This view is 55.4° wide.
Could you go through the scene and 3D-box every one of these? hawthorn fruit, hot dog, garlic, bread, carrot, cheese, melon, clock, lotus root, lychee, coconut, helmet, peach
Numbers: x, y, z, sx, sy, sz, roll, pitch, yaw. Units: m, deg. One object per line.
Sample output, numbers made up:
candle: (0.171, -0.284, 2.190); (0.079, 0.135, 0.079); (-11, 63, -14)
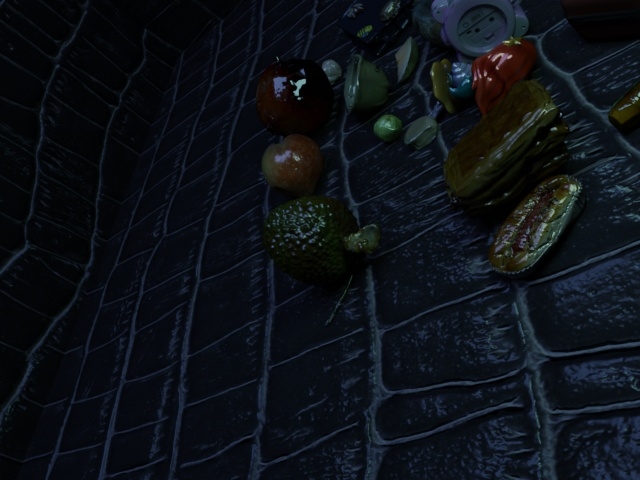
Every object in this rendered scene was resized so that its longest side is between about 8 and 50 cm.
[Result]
hawthorn fruit: (-0.093, -0.525, 2.266); (0.316, 0.316, 0.316); (-30, 40, 29)
hot dog: (0.473, -0.032, 1.347); (0.268, 0.075, 0.144); (-56, 34, -3)
garlic: (0.032, -0.658, 2.416); (0.094, 0.074, 0.113); (25, 121, 34)
bread: (0.444, -0.201, 1.439); (0.324, 0.167, 0.277); (-48, 14, 27)
carrot: (0.740, -0.350, 1.335); (0.260, 0.070, 0.070); (-47, 35, 4)
cheese: (0.320, -0.344, 1.824); (0.171, 0.047, 0.092); (-44, 36, 11)
melon: (0.293, -0.610, 2.093); (0.098, 0.054, 0.182); (-33, 38, 35)
clock: (0.454, -0.637, 1.757); (0.227, 0.248, 0.090); (-30, 42, 28)
lotus root: (0.397, -0.724, 1.988); (0.175, 0.175, 0.349); (-45, 31, 11)
lychee: (-0.010, -0.003, 1.715); (0.320, 0.270, 0.270); (35, 87, 17)
coconut: (0.214, -0.355, 1.929); (0.088, 0.088, 0.096); (-55, 29, -4)
helmet: (0.167, -0.527, 2.091); (0.258, 0.137, 0.204); (-96, 14, -55)
peach: (-0.089, -0.244, 2.105); (0.232, 0.232, 0.233); (-30, 40, 29)

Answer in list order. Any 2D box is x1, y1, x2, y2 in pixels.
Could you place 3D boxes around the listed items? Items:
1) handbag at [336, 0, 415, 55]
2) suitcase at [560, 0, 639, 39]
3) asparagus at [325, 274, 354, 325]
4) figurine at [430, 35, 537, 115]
handbag: (0.240, -0.877, 2.335); (0.303, 0.122, 0.329); (-46, 36, 8)
suitcase: (0.757, -0.649, 1.493); (0.236, 0.161, 0.297); (21, 75, 55)
asparagus: (0.056, 0.168, 1.702); (0.016, 0.016, 0.163); (20, 74, 27)
figurine: (0.450, -0.440, 1.671); (0.257, 0.181, 0.208); (-7, 15, 44)
